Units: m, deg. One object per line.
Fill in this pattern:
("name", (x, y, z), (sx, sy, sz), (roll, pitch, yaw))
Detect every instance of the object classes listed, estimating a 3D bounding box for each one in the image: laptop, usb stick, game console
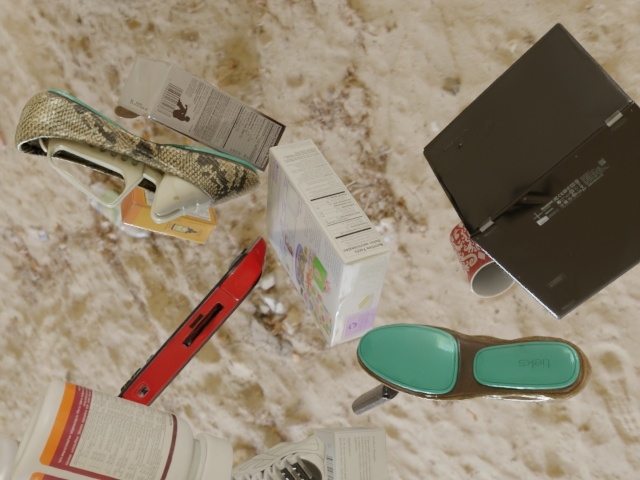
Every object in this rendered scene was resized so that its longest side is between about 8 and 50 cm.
("laptop", (0.476, -0.134, 1.385), (0.408, 0.236, 0.382), (42, 116, -10))
("usb stick", (0.156, 0.433, 1.931), (0.045, 0.077, 0.278), (44, 152, 4))
("game console", (-0.246, 0.157, 1.349), (0.060, 0.342, 0.386), (42, 96, -9))

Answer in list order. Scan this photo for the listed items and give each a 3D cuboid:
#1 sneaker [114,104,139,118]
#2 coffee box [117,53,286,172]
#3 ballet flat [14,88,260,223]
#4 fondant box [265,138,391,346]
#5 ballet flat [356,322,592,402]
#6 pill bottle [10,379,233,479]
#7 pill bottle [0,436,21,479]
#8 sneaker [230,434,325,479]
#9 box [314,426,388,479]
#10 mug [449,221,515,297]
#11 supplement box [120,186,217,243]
("sneaker", (-0.451, -0.326, 1.709), (0.067, 0.119, 0.042), (-156, 54, -65))
("coffee box", (-0.244, -0.262, 1.448), (0.168, 0.297, 0.118), (28, 94, 48))
("ballet flat", (-0.368, -0.136, 1.387), (0.483, 0.182, 0.164), (21, 153, -12))
("fondant box", (0.000, 0.000, 1.330), (0.238, 0.096, 0.330), (97, 151, -45))
("ballet flat", (0.227, 0.192, 1.038), (0.343, 0.116, 0.124), (-3, 153, 27))
("pill bottle", (-0.221, 0.247, 0.789), (0.221, 0.121, 0.121), (24, 139, -21))
("pill bottle", (-0.381, 0.399, 1.001), (0.153, 0.153, 0.265), (-14, 139, 44))
("sneaker", (-0.112, 0.494, 1.459), (0.292, 0.118, 0.110), (-23, 106, 19))
("box", (0.066, 0.507, 1.532), (0.182, 0.119, 0.180), (138, 132, -70))
("mug", (0.372, 0.049, 1.622), (0.169, 0.113, 0.150), (-109, 8, -50))
("supplement box", (-0.390, -0.065, 1.790), (0.078, 0.234, 0.080), (-51, 38, 29))
